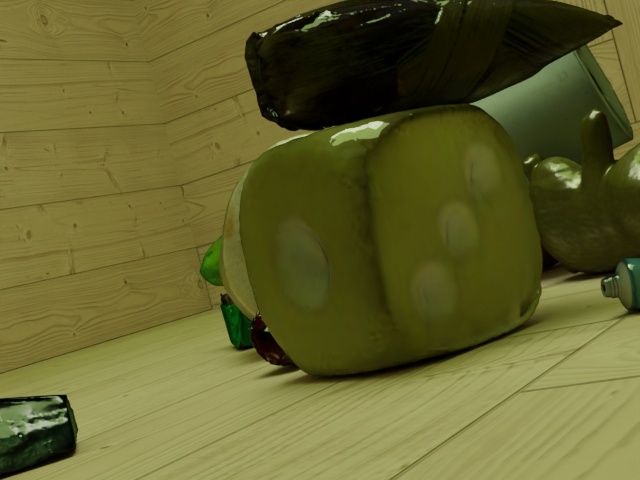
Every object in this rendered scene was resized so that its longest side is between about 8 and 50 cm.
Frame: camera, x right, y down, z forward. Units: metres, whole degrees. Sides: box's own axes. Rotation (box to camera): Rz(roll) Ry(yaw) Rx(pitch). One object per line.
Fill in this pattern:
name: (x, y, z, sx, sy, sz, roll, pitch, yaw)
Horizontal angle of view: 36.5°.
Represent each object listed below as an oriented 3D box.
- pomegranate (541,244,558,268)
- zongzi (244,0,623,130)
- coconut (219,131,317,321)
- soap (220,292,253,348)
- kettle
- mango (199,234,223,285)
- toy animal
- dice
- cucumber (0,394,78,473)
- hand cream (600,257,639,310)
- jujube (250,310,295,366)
pomegranate: (0.334, -0.043, 1.615, 0.235, 0.210, 0.210, -50, -6, 8)
zongzi: (0.112, -0.191, 0.973, 0.300, 0.138, 0.286, 1, 13, 42)
coconut: (0.000, 0.000, 1.393, 0.323, 0.323, 0.323, -15, 0, 0)
soap: (-0.026, 0.100, 1.629, 0.273, 0.098, 0.218, -15, 0, -10)
kettle: (0.259, -0.183, 1.440, 0.318, 0.265, 0.205, -31, 17, 26)
mango: (-0.120, 0.027, 1.657, 0.178, 0.100, 0.119, -22, -38, -23)
toy animal: (0.407, -0.062, 1.206, 0.181, 0.180, 0.363, 13, -14, -19)
dice: (0.070, -0.001, 1.000, 0.233, 0.238, 0.227, -12, 0, -37)
cucumber: (-0.328, 0.188, 0.911, 0.193, 0.085, 0.115, -8, -4, -11)
hand cream: (0.367, 0.027, 0.881, 0.224, 0.048, 0.083, -8, 0, 0)
jujube: (-0.019, 0.095, 1.169, 0.166, 0.104, 0.104, -15, 0, -43)
